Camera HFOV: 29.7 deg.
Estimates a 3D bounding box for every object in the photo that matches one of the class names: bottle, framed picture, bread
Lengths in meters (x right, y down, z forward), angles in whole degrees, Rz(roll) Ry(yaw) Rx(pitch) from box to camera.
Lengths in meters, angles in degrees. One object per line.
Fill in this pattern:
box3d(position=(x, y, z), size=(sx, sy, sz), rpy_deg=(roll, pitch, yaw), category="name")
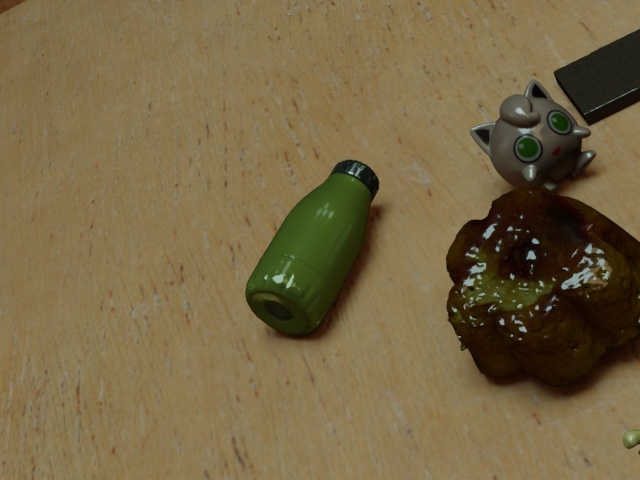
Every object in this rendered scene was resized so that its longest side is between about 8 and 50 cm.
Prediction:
box3d(position=(0.000, 0.000, 1.621), size=(0.112, 0.112, 0.260), rpy_deg=(1, 46, 36), category="bottle")
box3d(position=(0.423, -0.235, 1.676), size=(0.168, 0.023, 0.128), rpy_deg=(-26, 36, 6), category="framed picture")
box3d(position=(0.250, 0.055, 1.357), size=(0.232, 0.135, 0.247), rpy_deg=(-48, 39, -1), category="bread")

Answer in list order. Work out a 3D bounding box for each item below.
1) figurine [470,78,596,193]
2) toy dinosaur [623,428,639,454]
box3d(position=(0.278, -0.128, 1.564), size=(0.125, 0.125, 0.138), rpy_deg=(-37, 81, -7), category="figurine")
box3d(position=(0.376, 0.182, 1.103), size=(0.152, 0.194, 0.177), rpy_deg=(-26, 57, 21), category="toy dinosaur")
